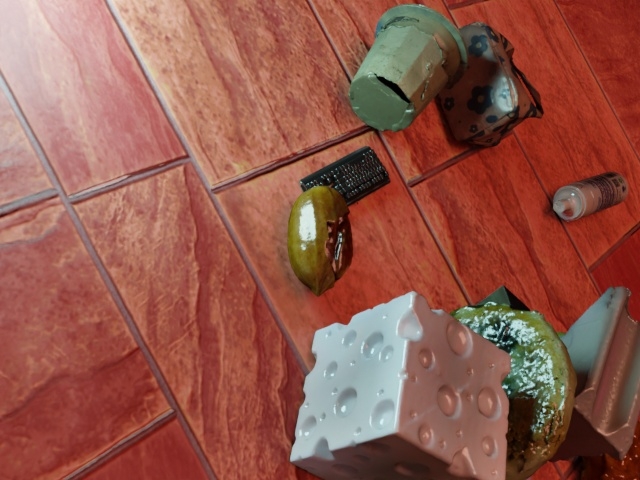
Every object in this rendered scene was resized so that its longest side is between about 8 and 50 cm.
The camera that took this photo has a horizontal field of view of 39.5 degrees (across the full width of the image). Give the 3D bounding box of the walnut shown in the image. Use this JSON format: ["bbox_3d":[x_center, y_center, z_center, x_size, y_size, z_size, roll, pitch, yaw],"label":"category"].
[{"bbox_3d":[0.000,0.000,1.519,0.115,0.115,0.207,24,55,-34],"label":"walnut"}]

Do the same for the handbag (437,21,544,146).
[{"bbox_3d":[0.378,-0.345,2.010,0.193,0.190,0.252,6,61,-53],"label":"handbag"}]

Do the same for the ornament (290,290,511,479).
[{"bbox_3d":[0.132,0.265,1.414,0.239,0.239,0.240,33,50,-28],"label":"ornament"}]

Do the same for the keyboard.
[{"bbox_3d":[0.052,-0.111,1.686,0.230,0.025,0.094,-33,91,-47],"label":"keyboard"}]

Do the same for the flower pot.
[{"bbox_3d":[0.168,-0.334,1.791,0.212,0.212,0.203,45,53,-17],"label":"flower pot"}]

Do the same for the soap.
[{"bbox_3d":[0.498,0.270,1.733,0.159,0.258,0.302,40,57,-10],"label":"soap"}]

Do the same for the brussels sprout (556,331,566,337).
[{"bbox_3d":[0.474,0.261,1.816,0.122,0.149,0.152,10,46,-22],"label":"brussels sprout"}]

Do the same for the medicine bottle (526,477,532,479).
[{"bbox_3d":[0.349,0.535,1.547,0.152,0.152,0.255,-18,82,-47],"label":"medicine bottle"}]

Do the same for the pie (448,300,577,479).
[{"bbox_3d":[0.295,0.272,1.543,0.078,0.296,0.371,45,45,-44],"label":"pie"}]

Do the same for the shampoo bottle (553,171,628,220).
[{"bbox_3d":[0.664,-0.107,2.220,0.303,0.092,0.092,-17,82,-46],"label":"shampoo bottle"}]

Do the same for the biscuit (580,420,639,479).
[{"bbox_3d":[0.658,0.529,1.876,0.318,0.110,0.312,31,50,-29],"label":"biscuit"}]

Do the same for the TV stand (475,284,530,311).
[{"bbox_3d":[0.375,0.205,1.715,0.088,0.082,0.270,41,23,-22],"label":"TV stand"}]
